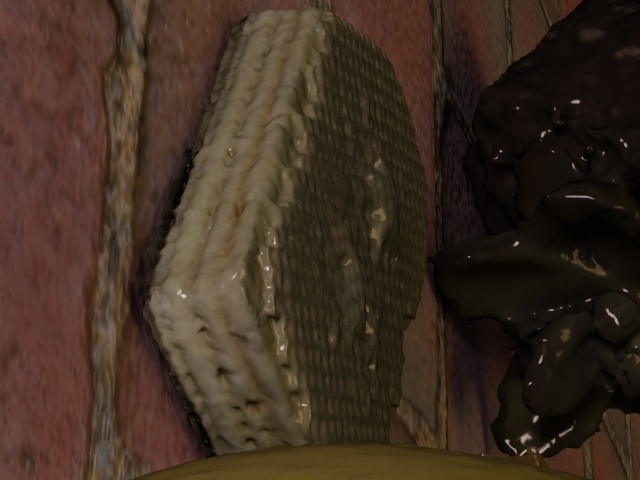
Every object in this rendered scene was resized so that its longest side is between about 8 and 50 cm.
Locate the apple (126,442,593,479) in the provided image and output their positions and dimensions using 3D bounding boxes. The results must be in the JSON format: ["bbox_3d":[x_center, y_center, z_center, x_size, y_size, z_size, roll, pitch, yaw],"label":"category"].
[{"bbox_3d":[0.020,0.182,0.359,0.292,0.254,0.292,-7,90,-69],"label":"apple"}]

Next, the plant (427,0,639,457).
[{"bbox_3d":[0.190,-0.010,1.109,0.312,0.213,0.215,-58,139,-52],"label":"plant"}]

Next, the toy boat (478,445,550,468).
[{"bbox_3d":[0.114,0.210,1.005,0.077,0.057,0.200,13,69,-66],"label":"toy boat"}]

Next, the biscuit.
[{"bbox_3d":[0.000,0.000,0.741,0.252,0.052,0.150,-76,152,-54],"label":"biscuit"}]
